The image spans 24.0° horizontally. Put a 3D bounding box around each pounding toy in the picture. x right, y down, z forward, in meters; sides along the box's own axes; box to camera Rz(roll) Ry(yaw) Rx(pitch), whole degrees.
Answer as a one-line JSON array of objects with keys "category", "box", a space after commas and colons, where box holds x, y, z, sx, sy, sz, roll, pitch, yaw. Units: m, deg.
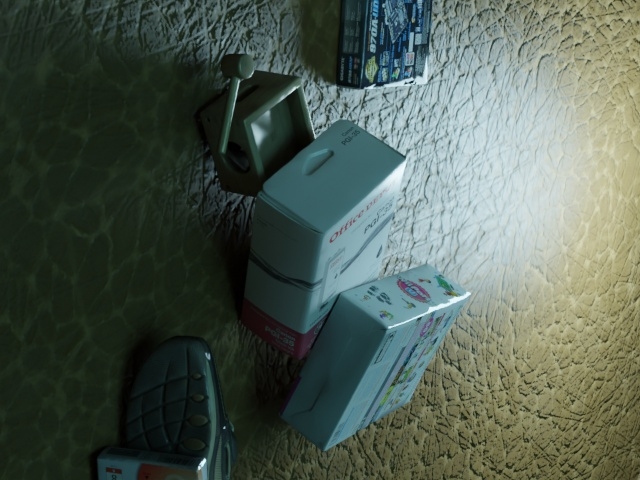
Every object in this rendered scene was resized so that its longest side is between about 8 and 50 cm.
[{"category": "pounding toy", "box": [-0.110, -0.165, 2.034, 0.181, 0.094, 0.206, -43, 131, -37]}]

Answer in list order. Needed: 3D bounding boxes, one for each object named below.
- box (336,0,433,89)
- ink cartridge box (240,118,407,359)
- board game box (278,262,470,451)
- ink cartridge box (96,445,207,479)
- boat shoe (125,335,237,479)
[{"category": "box", "box": [0.102, -0.343, 2.290, 0.175, 0.051, 0.220, -13, 111, -50]}, {"category": "ink cartridge box", "box": [0.000, 0.000, 2.126, 0.207, 0.117, 0.283, -43, 157, -35]}, {"category": "board game box", "box": [0.086, 0.170, 2.283, 0.303, 0.097, 0.224, -15, 137, -60]}, {"category": "ink cartridge box", "box": [-0.224, 0.370, 2.012, 0.045, 0.145, 0.179, -44, 137, -69]}, {"category": "boat shoe", "box": [-0.186, 0.287, 2.074, 0.130, 0.132, 0.355, -42, 139, -64]}]
